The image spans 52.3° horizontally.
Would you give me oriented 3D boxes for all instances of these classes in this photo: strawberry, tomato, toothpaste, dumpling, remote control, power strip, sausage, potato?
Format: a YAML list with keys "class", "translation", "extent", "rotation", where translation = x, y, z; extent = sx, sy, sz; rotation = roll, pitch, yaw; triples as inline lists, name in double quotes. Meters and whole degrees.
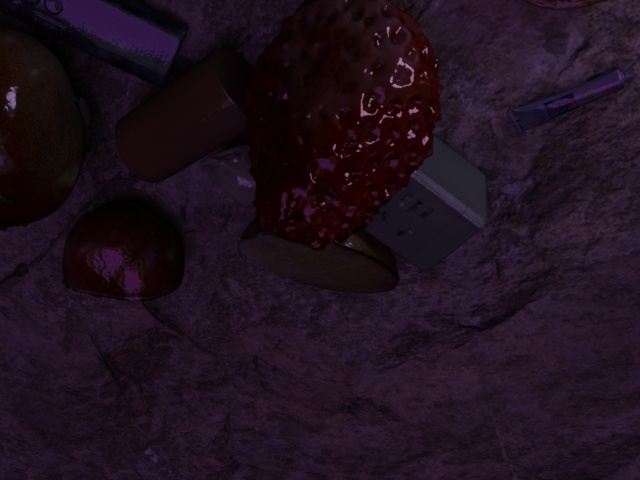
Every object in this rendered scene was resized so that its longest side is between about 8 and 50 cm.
- class: "strawberry"
  translation: [0.020, -0.160, 0.818]
  extent: [0.265, 0.336, 0.149]
  rotation: [17, 163, 5]
- class: "tomato"
  translation: [-0.493, -0.174, 0.990]
  extent: [0.303, 0.239, 0.304]
  rotation: [16, 134, 17]
- class: "toothpaste"
  translation: [0.347, -0.196, 0.902]
  extent: [0.169, 0.028, 0.045]
  rotation: [-20, 128, 30]
- class: "dumpling"
  translation: [-0.107, -0.099, 1.058]
  extent: [0.169, 0.100, 0.134]
  rotation: [-14, 164, -20]
- class: "remote control"
  translation: [-0.381, -0.342, 0.915]
  extent: [0.377, 0.044, 0.107]
  rotation: [24, 118, -17]
- class: "power strip"
  translation: [0.122, -0.085, 0.976]
  extent: [0.224, 0.139, 0.140]
  rotation: [35, 129, -16]
- class: "sausage"
  translation: [-0.204, -0.179, 0.987]
  extent: [0.252, 0.123, 0.123]
  rotation: [-26, 119, 29]
- class: "potato"
  translation: [0.000, 0.000, 1.083]
  extent: [0.239, 0.116, 0.299]
  rotation: [-15, 149, 41]
- class: "tomato"
  translation: [-0.353, 0.008, 1.171]
  extent: [0.213, 0.181, 0.155]
  rotation: [6, 113, -1]

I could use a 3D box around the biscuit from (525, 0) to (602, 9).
- class: "biscuit"
  translation: [0.296, -0.350, 0.785]
  extent: [0.220, 0.029, 0.142]
  rotation: [8, 129, 6]
